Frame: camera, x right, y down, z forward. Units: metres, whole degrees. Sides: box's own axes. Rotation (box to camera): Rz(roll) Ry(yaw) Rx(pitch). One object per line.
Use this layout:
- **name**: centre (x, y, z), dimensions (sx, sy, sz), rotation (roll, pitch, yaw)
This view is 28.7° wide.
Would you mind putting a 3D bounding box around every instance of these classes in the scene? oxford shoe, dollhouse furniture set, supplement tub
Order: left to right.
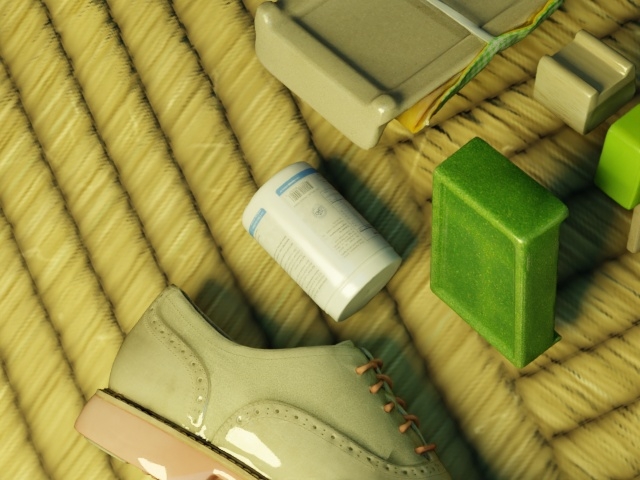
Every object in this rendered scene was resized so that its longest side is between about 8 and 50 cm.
- **supplement tub**: centre (0.000, 0.000, 0.927), dimensions (0.071, 0.071, 0.107), rotation (-44, 77, 2)
- **oxford shoe**: centre (0.027, 0.148, 0.869), dimensions (0.396, 0.140, 0.147), rotation (22, 79, 10)
- **dollhouse furniture set**: centre (0.114, -0.093, 0.925), dimensions (0.197, 0.151, 0.301), rotation (-36, 58, -18)
